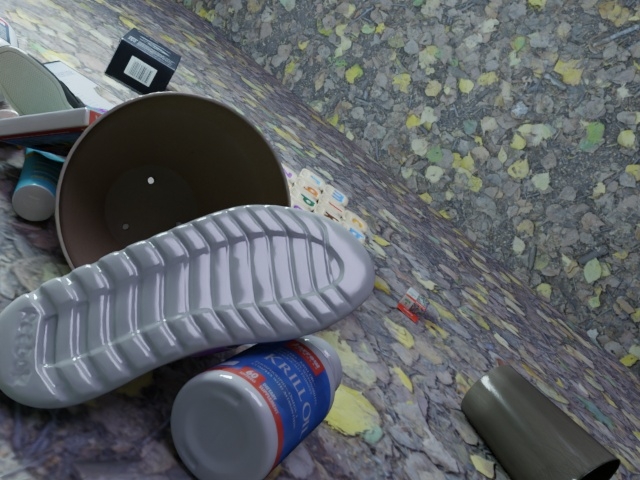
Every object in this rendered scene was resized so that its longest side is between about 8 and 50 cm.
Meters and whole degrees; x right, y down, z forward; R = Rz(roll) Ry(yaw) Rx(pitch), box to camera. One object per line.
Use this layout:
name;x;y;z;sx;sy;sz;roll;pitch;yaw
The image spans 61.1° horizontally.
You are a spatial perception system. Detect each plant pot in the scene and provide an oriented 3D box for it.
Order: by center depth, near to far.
plant pot;-0.208;-0.038;0.733;0.284;0.284;0.191;26;-10;-28

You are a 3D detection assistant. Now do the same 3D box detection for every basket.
basket;0.370;0.344;0.953;0.204;0.154;0.227;19;22;-43

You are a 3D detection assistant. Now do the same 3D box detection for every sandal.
sandal;-0.135;0.063;0.611;0.416;0.102;0.169;-13;69;-25

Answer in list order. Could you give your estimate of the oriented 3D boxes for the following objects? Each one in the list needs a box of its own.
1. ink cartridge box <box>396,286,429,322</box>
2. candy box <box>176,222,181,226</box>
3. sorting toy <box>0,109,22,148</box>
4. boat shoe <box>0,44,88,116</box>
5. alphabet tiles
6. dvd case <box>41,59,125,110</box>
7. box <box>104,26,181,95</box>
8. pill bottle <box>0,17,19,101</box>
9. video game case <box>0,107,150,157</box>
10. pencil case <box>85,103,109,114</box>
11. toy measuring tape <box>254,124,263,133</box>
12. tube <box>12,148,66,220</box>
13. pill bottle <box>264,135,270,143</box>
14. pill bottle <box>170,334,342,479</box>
ink cartridge box;0.226;0.155;1.319;0.063;0.029;0.115;40;19;9
candy box;-0.197;-0.056;1.022;0.165;0.070;0.196;40;19;12
sorting toy;-0.495;-0.176;0.831;0.075;0.044;0.083;17;-7;-12
boat shoe;-0.449;-0.227;0.906;0.079;0.084;0.233;51;-1;42
alphabet tiles;-0.016;-0.072;1.242;0.278;0.021;0.284;34;30;-7
dvd case;-0.490;-0.302;1.171;0.253;0.022;0.180;32;20;-13
box;-0.478;-0.480;1.479;0.153;0.108;0.207;28;20;-21
pill bottle;-0.568;-0.309;0.920;0.108;0.108;0.180;19;25;-42
video game case;-0.323;-0.146;0.845;0.204;0.025;0.285;1;-4;25
pencil case;-0.430;-0.230;1.033;0.152;0.070;0.064;11;31;-50
toy measuring tape;-0.150;-0.210;1.374;0.330;0.121;0.121;36;18;14
tube;-0.405;-0.092;0.796;0.080;0.052;0.207;31;12;-30
pill bottle;-0.216;-0.295;1.543;0.137;0.078;0.078;41;20;14
pill bottle;-0.057;0.179;0.628;0.124;0.124;0.221;41;20;14
